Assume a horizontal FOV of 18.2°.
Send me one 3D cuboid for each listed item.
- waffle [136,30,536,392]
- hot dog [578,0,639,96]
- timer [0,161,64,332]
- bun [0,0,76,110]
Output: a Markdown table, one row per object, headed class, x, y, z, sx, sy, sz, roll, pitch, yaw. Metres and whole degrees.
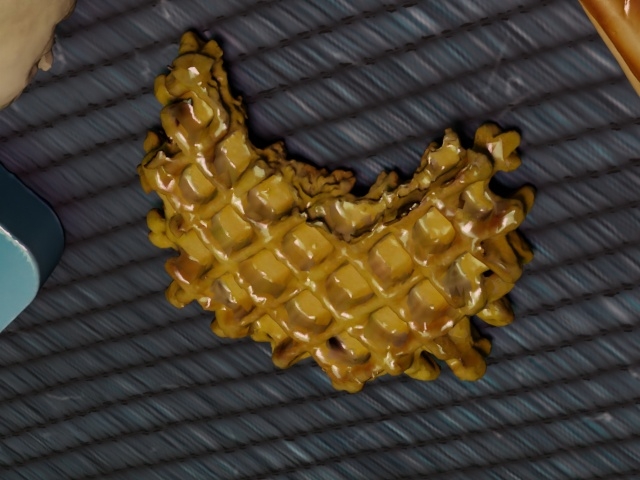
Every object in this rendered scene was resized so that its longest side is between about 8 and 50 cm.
| class | x | y | z | sx | sy | sz | roll | pitch | yaw |
| --- | --- | --- | --- | --- | --- | --- | --- | --- | --- |
| waffle | 0.000 | 0.000 | 1.400 | 0.293 | 0.069 | 0.259 | 17 | 129 | 13 |
| hot dog | 0.228 | -0.125 | 1.202 | 0.100 | 0.068 | 0.249 | -27 | 114 | 26 |
| timer | -0.349 | 0.018 | 1.496 | 0.232 | 0.091 | 0.250 | 41 | 109 | -11 |
| bun | -0.251 | -0.187 | 1.328 | 0.229 | 0.145 | 0.229 | 4 | 97 | 33 |
